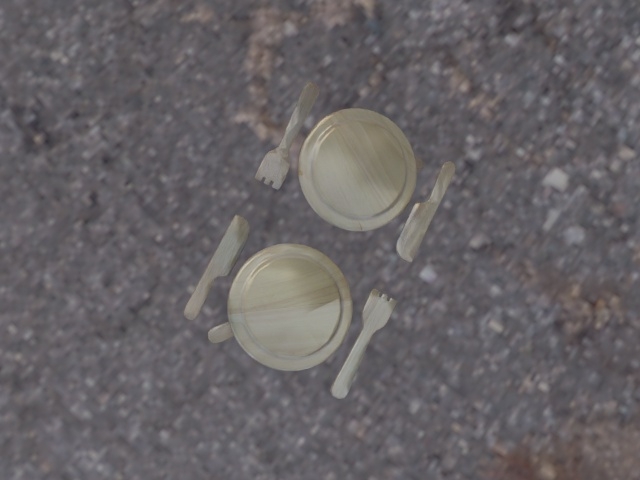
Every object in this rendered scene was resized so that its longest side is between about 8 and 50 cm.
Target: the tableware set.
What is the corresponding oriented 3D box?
[{"bbox_3d":[0.000,0.000,1.134,0.128,0.194,0.039,29,168,-10],"label":"tableware set"}]
